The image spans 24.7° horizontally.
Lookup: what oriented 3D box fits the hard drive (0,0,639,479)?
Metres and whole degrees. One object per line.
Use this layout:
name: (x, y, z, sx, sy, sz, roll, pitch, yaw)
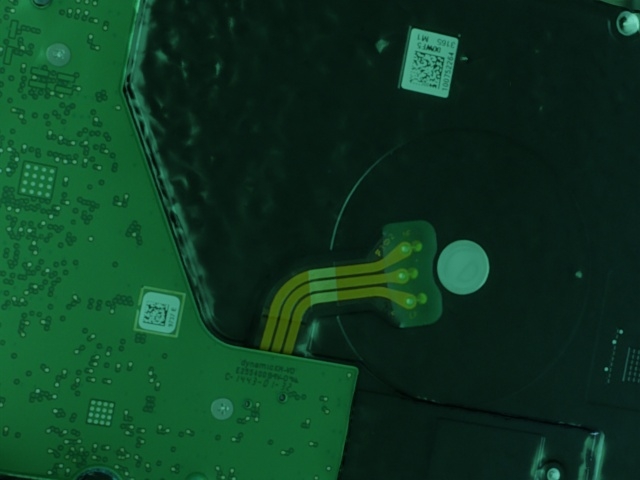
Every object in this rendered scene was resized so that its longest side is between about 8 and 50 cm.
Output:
hard drive: (0.000, 0.000, 0.586, 0.339, 0.064, 0.237, 10, 89, -16)
